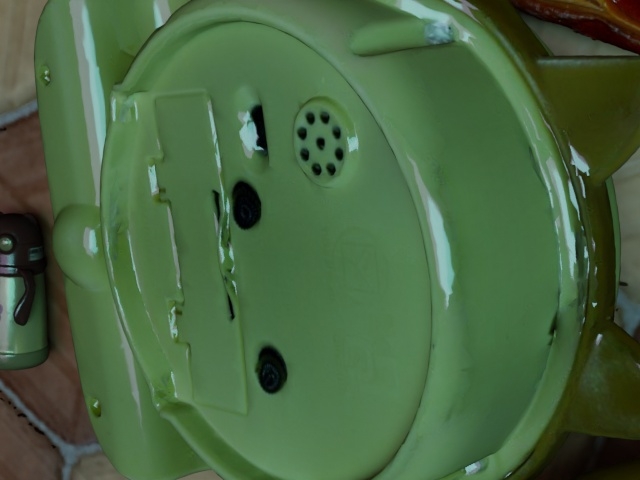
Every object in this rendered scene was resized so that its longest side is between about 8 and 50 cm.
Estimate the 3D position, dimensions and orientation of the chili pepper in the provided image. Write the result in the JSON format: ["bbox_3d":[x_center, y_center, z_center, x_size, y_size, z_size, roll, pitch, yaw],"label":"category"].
[{"bbox_3d":[0.142,-0.124,0.523,0.178,0.027,0.045,35,115,26],"label":"chili pepper"}]

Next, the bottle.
[{"bbox_3d":[-0.202,0.031,0.663,0.063,0.047,0.101,8,102,25],"label":"bottle"}]

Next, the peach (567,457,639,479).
[{"bbox_3d":[0.166,0.179,0.490,0.251,0.251,0.153,-12,70,18],"label":"peach"}]

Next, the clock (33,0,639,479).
[{"bbox_3d":[0.000,0.000,0.488,0.348,0.117,0.286,3,104,47],"label":"clock"}]
